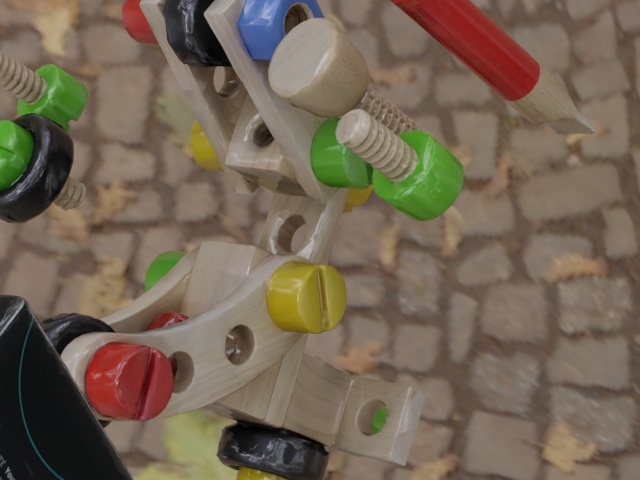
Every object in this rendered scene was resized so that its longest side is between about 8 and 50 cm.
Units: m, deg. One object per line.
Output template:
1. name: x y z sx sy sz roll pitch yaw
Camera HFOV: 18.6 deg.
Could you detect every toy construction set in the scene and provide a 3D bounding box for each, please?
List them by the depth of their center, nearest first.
1. toy construction set: 0.000 0.000 0.980 0.309 0.237 0.257 -24 49 33

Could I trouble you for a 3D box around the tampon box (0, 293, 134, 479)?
1. tampon box: -0.134 0.085 0.519 0.161 0.120 0.101 4 42 42
